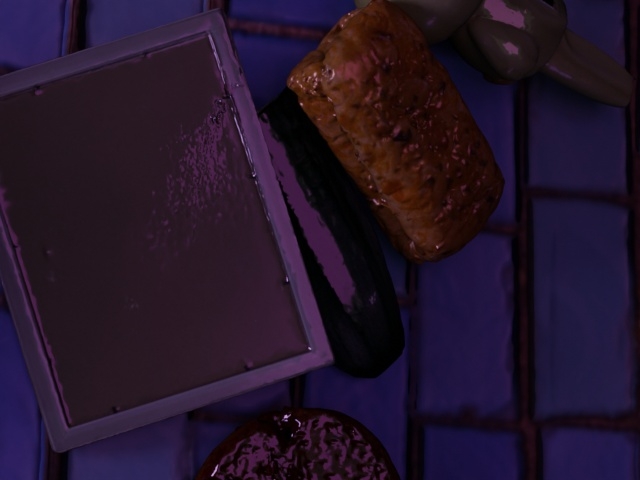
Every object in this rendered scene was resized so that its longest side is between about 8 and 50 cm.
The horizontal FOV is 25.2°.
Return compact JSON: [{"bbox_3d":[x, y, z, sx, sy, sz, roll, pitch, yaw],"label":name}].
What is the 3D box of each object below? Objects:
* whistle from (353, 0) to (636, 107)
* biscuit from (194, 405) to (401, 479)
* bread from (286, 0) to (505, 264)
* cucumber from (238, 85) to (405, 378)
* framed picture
[{"bbox_3d":[0.133,-0.186,1.217,0.294,0.141,0.141,39,72,-28],"label":"whistle"},{"bbox_3d":[-0.018,0.227,1.134,0.192,0.049,0.192,0,88,-15],"label":"biscuit"},{"bbox_3d":[0.066,-0.086,1.154,0.114,0.083,0.211,-50,119,-25],"label":"bread"},{"bbox_3d":[0.000,0.000,1.165,0.115,0.063,0.244,-33,95,-19],"label":"cucumber"},{"bbox_3d":[-0.140,-0.009,1.114,0.232,0.019,0.296,-17,87,-2],"label":"framed picture"}]
